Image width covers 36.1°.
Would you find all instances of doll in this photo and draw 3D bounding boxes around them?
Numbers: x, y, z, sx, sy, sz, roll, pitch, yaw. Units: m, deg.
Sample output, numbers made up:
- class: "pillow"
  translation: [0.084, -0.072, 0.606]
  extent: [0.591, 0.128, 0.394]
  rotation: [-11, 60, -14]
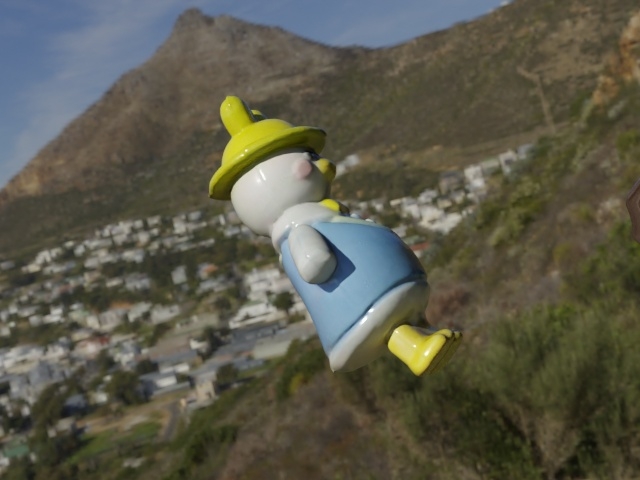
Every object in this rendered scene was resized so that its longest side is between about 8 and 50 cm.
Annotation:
- class: "doll"
  translation: [0.001, -0.001, 0.691]
  extent: [0.135, 0.241, 0.099]
  rotation: [-19, -20, -46]

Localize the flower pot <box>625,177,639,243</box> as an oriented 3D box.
- class: "flower pot"
  translation: [0.482, -0.029, 1.091]
  extent: [0.084, 0.251, 0.178]
  rotation: [-41, -17, -55]
